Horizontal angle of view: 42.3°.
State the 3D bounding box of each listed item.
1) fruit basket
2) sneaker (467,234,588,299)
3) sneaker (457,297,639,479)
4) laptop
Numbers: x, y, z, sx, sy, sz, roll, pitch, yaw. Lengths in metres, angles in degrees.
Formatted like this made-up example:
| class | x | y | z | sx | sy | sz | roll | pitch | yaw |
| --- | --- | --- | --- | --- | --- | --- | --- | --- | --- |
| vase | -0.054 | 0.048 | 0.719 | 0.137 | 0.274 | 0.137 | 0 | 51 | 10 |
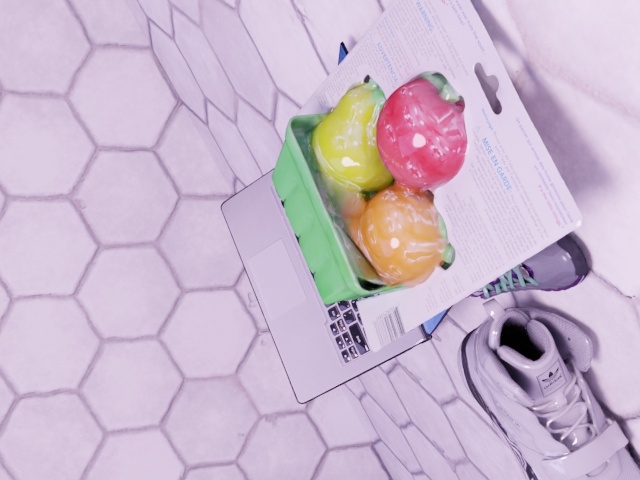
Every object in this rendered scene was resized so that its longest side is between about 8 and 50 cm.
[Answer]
| class | x | y | z | sx | sy | sz | roll | pitch | yaw |
| --- | --- | --- | --- | --- | --- | --- | --- | --- | --- |
| fruit basket | 0.104 | -0.083 | 0.944 | 0.353 | 0.165 | 0.327 | -39 | 67 | 42 |
| sneaker | 0.235 | 0.045 | 1.015 | 0.083 | 0.098 | 0.223 | 58 | 165 | -3 |
| sneaker | 0.310 | 0.234 | 1.068 | 0.366 | 0.137 | 0.210 | 53 | 170 | 25 |
| laptop | 0.000 | 0.000 | 1.240 | 0.236 | 0.407 | 0.382 | 10 | -127 | -60 |
